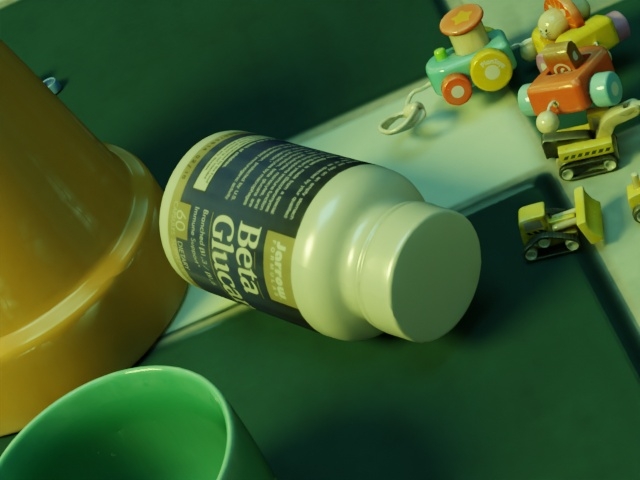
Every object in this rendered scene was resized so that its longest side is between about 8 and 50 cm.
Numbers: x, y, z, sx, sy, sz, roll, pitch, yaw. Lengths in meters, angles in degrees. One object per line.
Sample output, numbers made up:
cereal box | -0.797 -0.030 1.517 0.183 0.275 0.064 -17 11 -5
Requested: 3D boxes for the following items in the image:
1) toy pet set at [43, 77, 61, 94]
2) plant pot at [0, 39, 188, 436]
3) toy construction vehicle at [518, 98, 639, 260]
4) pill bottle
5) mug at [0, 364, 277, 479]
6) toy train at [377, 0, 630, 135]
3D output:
toy pet set | -0.270 -0.094 1.191 0.114 0.065 0.122 -2 43 30
plant pot | -0.205 -0.022 0.960 0.205 0.188 0.205 -17 37 14
toy construction vehicle | 0.151 -0.037 0.885 0.098 0.035 0.086 -13 39 19
pill bottle | 0.000 0.000 0.885 0.169 0.094 0.094 17 55 44
mug | -0.079 0.146 0.756 0.129 0.097 0.157 -16 38 14
toy train | 0.108 -0.105 0.955 0.166 0.046 0.125 -2 30 43
